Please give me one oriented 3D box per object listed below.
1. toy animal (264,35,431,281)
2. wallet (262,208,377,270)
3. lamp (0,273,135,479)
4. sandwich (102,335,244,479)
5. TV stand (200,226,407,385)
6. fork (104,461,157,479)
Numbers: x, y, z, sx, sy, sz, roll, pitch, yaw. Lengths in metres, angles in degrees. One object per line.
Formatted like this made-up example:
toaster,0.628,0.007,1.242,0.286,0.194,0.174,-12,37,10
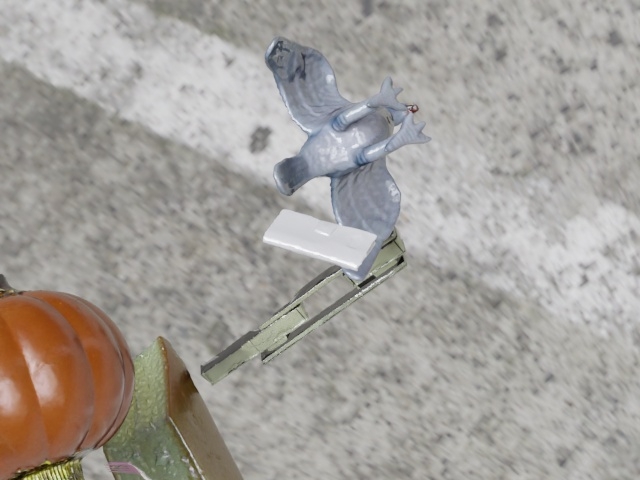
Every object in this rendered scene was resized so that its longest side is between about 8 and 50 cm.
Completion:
toy animal,0.026,-0.088,1.719,0.176,0.255,0.239,-23,92,53
wallet,0.000,0.000,1.415,0.083,0.011,0.044,16,41,17
lamp,-0.269,0.130,1.540,0.223,0.223,0.196,-23,84,12
sandwich,-0.138,0.226,1.752,0.094,0.096,0.258,-33,81,21
TV stand,-0.017,0.070,1.829,0.249,0.042,0.036,-35,22,9
fork,-0.134,0.201,1.473,0.115,0.016,0.012,17,67,38
